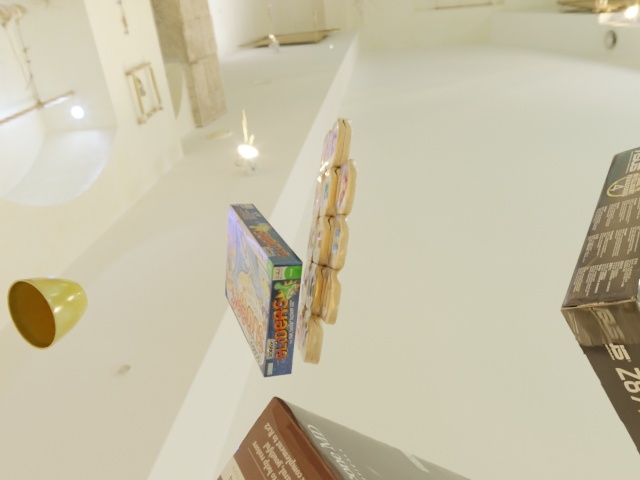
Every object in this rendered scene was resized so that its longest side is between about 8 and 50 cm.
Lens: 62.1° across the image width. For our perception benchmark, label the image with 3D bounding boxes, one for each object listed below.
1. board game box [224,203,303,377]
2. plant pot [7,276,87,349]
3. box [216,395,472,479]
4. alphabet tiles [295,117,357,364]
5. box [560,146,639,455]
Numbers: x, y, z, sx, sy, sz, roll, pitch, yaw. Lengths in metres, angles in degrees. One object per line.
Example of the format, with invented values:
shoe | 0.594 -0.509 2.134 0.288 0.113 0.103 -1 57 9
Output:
board game box | -0.075 0.049 0.641 0.035 0.136 0.201 -2 -159 -22
plant pot | -0.496 0.121 0.990 0.134 0.134 0.095 8 -161 26
box | 0.087 0.322 0.562 0.143 0.381 0.191 -57 -146 0
alphabet tiles | 0.000 0.000 0.660 0.021 0.284 0.278 8 180 -8
box | 0.487 0.085 0.758 0.097 0.318 0.395 -19 -159 46
